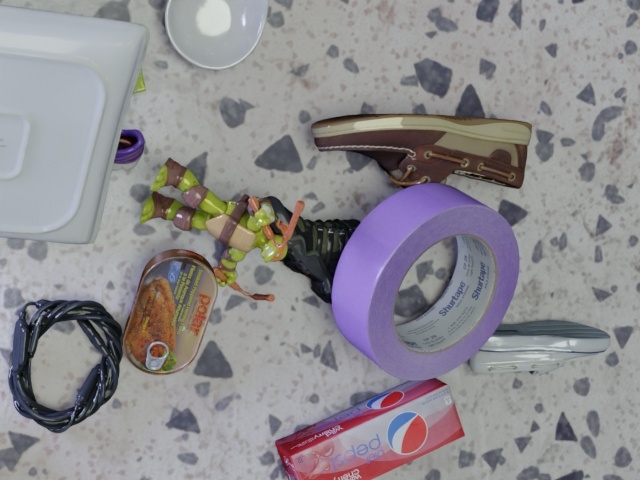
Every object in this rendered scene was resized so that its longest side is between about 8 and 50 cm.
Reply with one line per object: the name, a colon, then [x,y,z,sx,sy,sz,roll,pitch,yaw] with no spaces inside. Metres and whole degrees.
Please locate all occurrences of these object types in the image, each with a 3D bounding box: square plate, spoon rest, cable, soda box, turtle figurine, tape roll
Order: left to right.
square plate: [-0.410,-0.130,1.482,0.347,0.049,0.344,4,126,-25]
cable: [-0.347,0.171,1.648,0.151,0.047,0.184,2,93,-24]
turtle figurine: [-0.124,-0.031,1.624,0.217,0.269,0.087,28,59,-3]
spoon rest: [-0.112,-0.363,1.639,0.137,0.084,0.276,27,86,-19]
soda box: [0.073,0.292,1.780,0.263,0.083,0.092,-23,103,-16]
tape roll: [0.153,0.060,1.722,0.275,0.090,0.274,-18,123,-30]

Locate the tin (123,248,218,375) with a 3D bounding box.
tin: [-0.206,0.098,1.655,0.106,0.040,0.189,16,113,-13]

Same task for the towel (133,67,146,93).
towel: [-0.282,-0.224,1.636,0.083,0.009,0.060,-12,99,-17]

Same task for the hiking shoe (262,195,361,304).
hiking shoe: [0.000,0.000,1.730,0.227,0.086,0.114,47,72,-27]

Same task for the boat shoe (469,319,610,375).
boat shoe: [0.334,0.170,1.866,0.226,0.083,0.075,3,107,-8]

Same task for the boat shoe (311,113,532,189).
boat shoe: [0.150,-0.120,1.741,0.342,0.123,0.123,0,95,-25]

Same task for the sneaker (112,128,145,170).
sneaker: [-0.315,-0.132,1.596,0.170,0.071,0.068,-6,70,-22]
